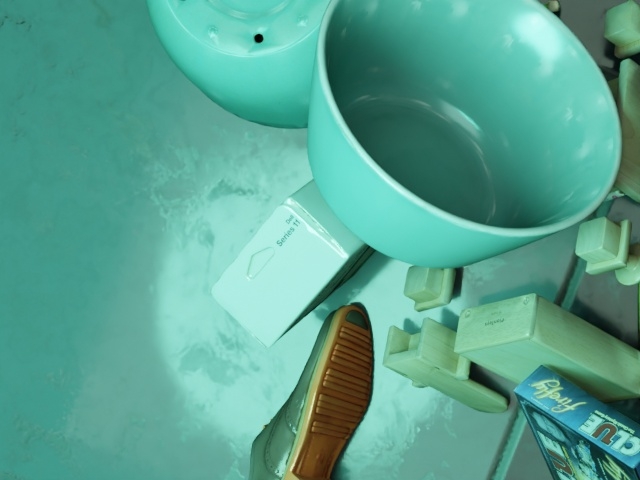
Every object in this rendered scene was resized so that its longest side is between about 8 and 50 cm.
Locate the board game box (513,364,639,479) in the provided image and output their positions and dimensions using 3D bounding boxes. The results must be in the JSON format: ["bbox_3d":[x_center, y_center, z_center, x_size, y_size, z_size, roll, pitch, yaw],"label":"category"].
[{"bbox_3d":[0.289,0.244,1.659,0.042,0.243,0.165,-41,40,-16],"label":"board game box"}]

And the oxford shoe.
[{"bbox_3d":[-0.023,0.193,1.804,0.098,0.097,0.271,11,77,39],"label":"oxford shoe"}]

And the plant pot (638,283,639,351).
[{"bbox_3d":[0.515,0.055,1.608,0.353,0.366,0.366,2,91,-2],"label":"plant pot"}]

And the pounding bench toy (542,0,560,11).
[{"bbox_3d":[0.207,-0.222,1.780,0.065,0.052,0.083,22,94,9],"label":"pounding bench toy"}]

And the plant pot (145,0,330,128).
[{"bbox_3d":[-0.049,-0.266,1.729,0.293,0.235,0.293,0,90,10],"label":"plant pot"}]

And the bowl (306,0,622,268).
[{"bbox_3d":[0.112,-0.097,1.613,0.311,0.311,0.163,43,141,6],"label":"bowl"}]

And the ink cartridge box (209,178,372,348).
[{"bbox_3d":[0.000,0.000,1.716,0.087,0.208,0.153,44,123,5],"label":"ink cartridge box"}]

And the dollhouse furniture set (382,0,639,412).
[{"bbox_3d":[0.248,-0.021,1.759,0.303,0.174,0.355,-18,52,47],"label":"dollhouse furniture set"}]
